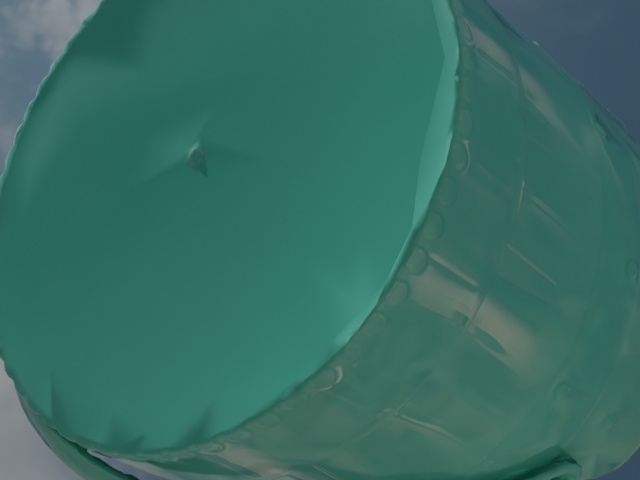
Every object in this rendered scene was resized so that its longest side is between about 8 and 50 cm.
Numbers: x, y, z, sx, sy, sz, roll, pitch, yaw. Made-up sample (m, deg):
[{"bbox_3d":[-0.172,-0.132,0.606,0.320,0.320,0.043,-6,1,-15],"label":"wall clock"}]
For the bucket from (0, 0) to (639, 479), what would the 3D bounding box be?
[{"bbox_3d":[0.000,0.000,0.505,0.281,0.281,0.183,-29,-36,24],"label":"bucket"}]
